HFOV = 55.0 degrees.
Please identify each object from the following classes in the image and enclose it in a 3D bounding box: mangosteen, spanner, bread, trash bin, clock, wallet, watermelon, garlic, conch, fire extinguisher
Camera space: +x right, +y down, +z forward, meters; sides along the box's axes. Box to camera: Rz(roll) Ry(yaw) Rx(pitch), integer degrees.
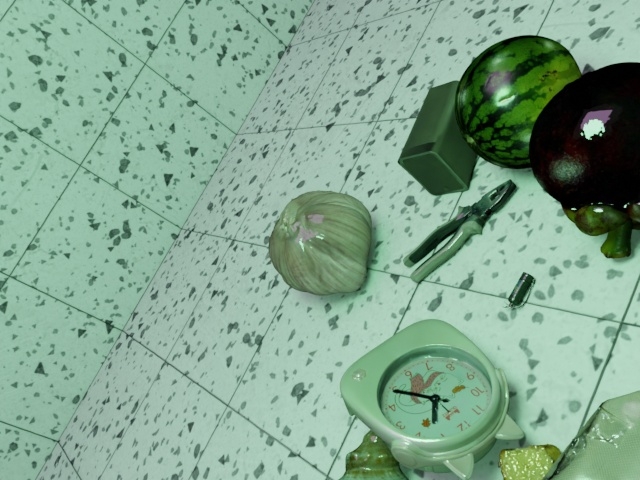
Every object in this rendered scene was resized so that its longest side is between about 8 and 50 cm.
[{"bbox_3d":[0.528,-0.158,1.084,0.297,0.297,0.314,-36,44,26],"label":"mangosteen"},{"bbox_3d":[0.326,-0.027,1.446,0.325,0.040,0.096,-43,35,20],"label":"spanner"},{"bbox_3d":[0.357,0.405,0.993,0.103,0.065,0.187,-41,33,30],"label":"bread"},{"bbox_3d":[0.320,-0.259,1.561,0.122,0.164,0.241,-6,52,49],"label":"trash bin"},{"bbox_3d":[0.211,0.304,1.142,0.265,0.109,0.324,-29,37,-16],"label":"clock"},{"bbox_3d":[0.457,0.374,0.843,0.335,0.068,0.275,-49,50,-5],"label":"wallet"},{"bbox_3d":[0.431,-0.298,1.329,0.285,0.285,0.285,-33,38,30],"label":"watermelon"},{"bbox_3d":[0.000,0.000,1.638,0.317,0.259,0.318,-38,34,32],"label":"garlic"},{"bbox_3d":[0.059,0.522,1.176,0.386,0.169,0.203,-60,4,-14],"label":"conch"},{"bbox_3d":[0.403,0.106,1.239,0.038,0.025,0.083,29,84,34],"label":"fire extinguisher"}]
